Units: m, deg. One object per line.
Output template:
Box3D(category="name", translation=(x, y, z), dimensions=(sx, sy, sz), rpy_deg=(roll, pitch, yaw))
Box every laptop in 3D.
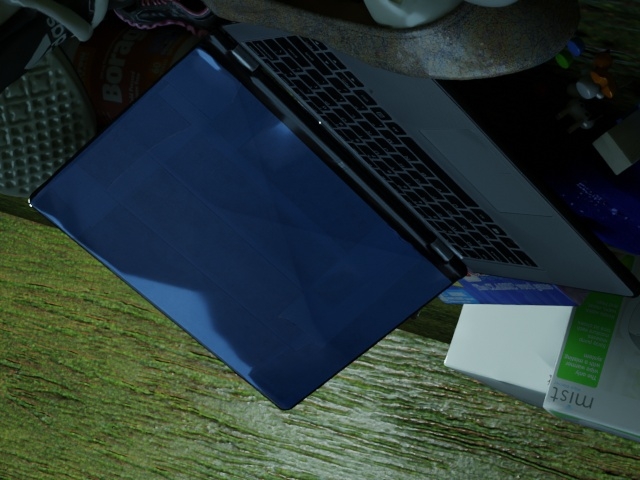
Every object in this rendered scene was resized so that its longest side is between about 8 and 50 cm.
Box3D(category="laptop", translation=(0.000, 0.000, 1.195), dimensions=(0.382, 0.236, 0.408), rpy_deg=(42, 164, -26))

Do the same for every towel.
Box3D(category="towel", translation=(0.341, -0.037, 1.224), dimensions=(0.228, 0.076, 0.308), rpy_deg=(22, 171, -25))

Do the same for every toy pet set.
Box3D(category="toy pet set", translation=(0.245, -0.119, 1.054), dimensions=(0.114, 0.065, 0.122), rpy_deg=(53, 169, 4))

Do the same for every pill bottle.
Box3D(category="pill bottle", translation=(-0.196, -0.172, 1.366), dimensions=(0.216, 0.121, 0.121), rpy_deg=(13, 169, 33))

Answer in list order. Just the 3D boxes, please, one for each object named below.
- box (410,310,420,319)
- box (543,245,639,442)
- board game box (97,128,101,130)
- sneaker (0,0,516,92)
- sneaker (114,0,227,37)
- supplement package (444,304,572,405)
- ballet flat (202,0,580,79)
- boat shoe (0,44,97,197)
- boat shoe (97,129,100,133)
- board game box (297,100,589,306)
Box3D(category="box", translation=(0.040, -0.014, 1.693), dimensions=(0.168, 0.167, 0.203), rpy_deg=(12, 169, 36))
Box3D(category="box", translation=(0.450, 0.152, 1.645), dimensions=(0.262, 0.231, 0.127), rpy_deg=(15, 171, 27))
Box3D(category="board game box", translation=(-0.343, -0.182, 1.464), dimensions=(0.347, 0.056, 0.208), rpy_deg=(24, -152, -27))
Box3D(category="sneaker", translation=(-0.093, -0.168, 0.734), dimensions=(0.448, 0.257, 0.169), rpy_deg=(21, 171, -13))
Box3D(category="sneaker", translation=(-0.141, -0.225, 1.206), dimensions=(0.119, 0.047, 0.057), rpy_deg=(10, 163, 8))
Box3D(category="supplement package", translation=(0.357, 0.147, 1.914), dimensions=(0.199, 0.198, 0.263), rpy_deg=(12, 169, 40))
Box3D(category="ballet flat", translation=(0.024, -0.186, 0.906), dimensions=(0.316, 0.107, 0.106), rpy_deg=(12, 161, 30))
Box3D(category="boat shoe", translation=(-0.415, -0.225, 1.214), dimensions=(0.500, 0.187, 0.156), rpy_deg=(38, -170, -30))
Box3D(category="boat shoe", translation=(-0.121, -0.036, 1.399), dimensions=(0.324, 0.119, 0.122), rpy_deg=(11, -177, -5))
Box3D(category="board game box", translation=(0.108, -0.046, 1.412), dimensions=(0.318, 0.066, 0.319), rpy_deg=(39, 166, -14))
